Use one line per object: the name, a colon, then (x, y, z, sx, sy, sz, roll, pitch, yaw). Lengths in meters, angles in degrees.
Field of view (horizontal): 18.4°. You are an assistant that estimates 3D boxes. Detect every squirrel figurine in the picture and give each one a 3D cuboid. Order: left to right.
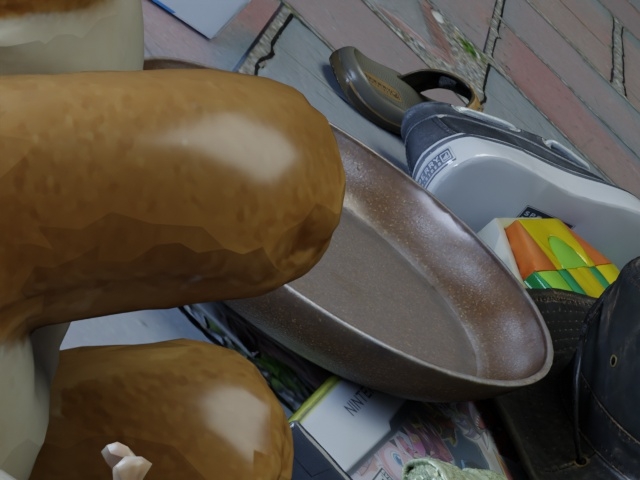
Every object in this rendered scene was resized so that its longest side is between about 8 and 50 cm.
squirrel figurine: (-0.193, 0.029, 0.541, 0.397, 0.281, 0.370, 10, 52, -11)

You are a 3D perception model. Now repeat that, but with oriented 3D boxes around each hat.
hat: (0.259, 0.093, 1.240, 0.331, 0.134, 0.331, 20, 29, -12)

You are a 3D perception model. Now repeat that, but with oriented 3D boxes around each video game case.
video game case: (0.100, 0.177, 1.125, 0.275, 0.035, 0.248, 47, 19, 2)

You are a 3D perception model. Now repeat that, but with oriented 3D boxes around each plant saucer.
plant saucer: (0.000, 0.000, 1.179, 0.310, 0.050, 0.310, 30, 19, -11)

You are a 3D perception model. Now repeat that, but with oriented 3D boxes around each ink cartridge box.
ink cartridge box: (-0.107, -0.217, 1.444, 0.088, 0.052, 0.122, 31, 23, -37)

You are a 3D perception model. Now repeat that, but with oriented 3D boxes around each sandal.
sandal: (0.094, -0.116, 1.648, 0.219, 0.060, 0.090, 29, 26, -41)

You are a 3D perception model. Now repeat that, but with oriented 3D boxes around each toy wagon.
toy wagon: (0.239, 0.127, 1.462, 0.344, 0.068, 0.267, 52, 20, 15)

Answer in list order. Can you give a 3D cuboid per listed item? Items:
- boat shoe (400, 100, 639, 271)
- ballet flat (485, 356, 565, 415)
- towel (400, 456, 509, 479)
boat shoe: (0.180, -0.033, 1.612, 0.301, 0.108, 0.102, 21, 33, -38)
ballet flat: (0.180, 0.163, 1.283, 0.079, 0.077, 0.221, -14, 55, -47)
towel: (0.105, 0.178, 1.039, 0.110, 0.027, 0.148, 18, 35, -56)
